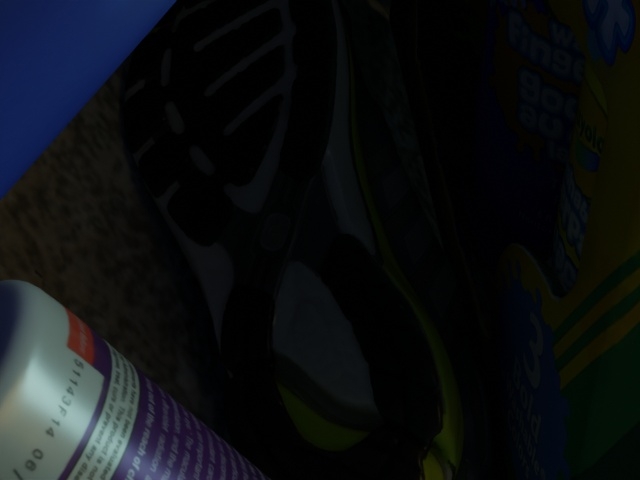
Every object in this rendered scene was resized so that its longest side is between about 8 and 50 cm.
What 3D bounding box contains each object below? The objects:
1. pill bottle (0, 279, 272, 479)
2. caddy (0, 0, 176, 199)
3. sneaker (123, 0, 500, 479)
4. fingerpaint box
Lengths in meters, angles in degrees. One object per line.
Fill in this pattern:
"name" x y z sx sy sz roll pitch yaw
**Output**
"pill bottle" -0.057 0.110 0.586 0.193 0.108 0.108 42 32 -23
"caddy" -0.179 -0.099 0.503 0.241 0.179 0.341 43 8 -25
"sneaker" 0.000 0.000 0.809 0.121 0.111 0.300 36 35 -58
"fingerpaint box" 0.144 -0.120 0.802 0.163 0.371 0.444 -2 42 -7
